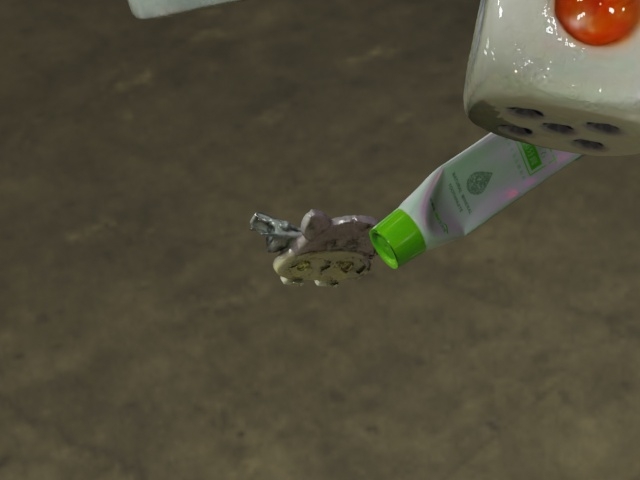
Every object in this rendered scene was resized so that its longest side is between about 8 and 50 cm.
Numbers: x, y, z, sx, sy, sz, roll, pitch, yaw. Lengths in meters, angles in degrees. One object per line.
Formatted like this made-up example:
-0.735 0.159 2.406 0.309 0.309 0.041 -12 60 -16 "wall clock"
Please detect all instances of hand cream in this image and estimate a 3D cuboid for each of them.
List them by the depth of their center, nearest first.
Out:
0.173 -0.062 1.565 0.275 0.079 0.050 -34 50 -17 "hand cream"

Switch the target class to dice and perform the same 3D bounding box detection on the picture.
0.241 -0.191 1.380 0.194 0.193 0.192 10 -7 3 "dice"

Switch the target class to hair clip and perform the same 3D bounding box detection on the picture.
0.001 0.007 1.833 0.187 0.146 0.056 12 47 -27 "hair clip"

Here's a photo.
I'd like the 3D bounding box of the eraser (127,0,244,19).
-0.069 -0.259 0.890 0.174 0.227 0.081 -7 25 22 "eraser"
